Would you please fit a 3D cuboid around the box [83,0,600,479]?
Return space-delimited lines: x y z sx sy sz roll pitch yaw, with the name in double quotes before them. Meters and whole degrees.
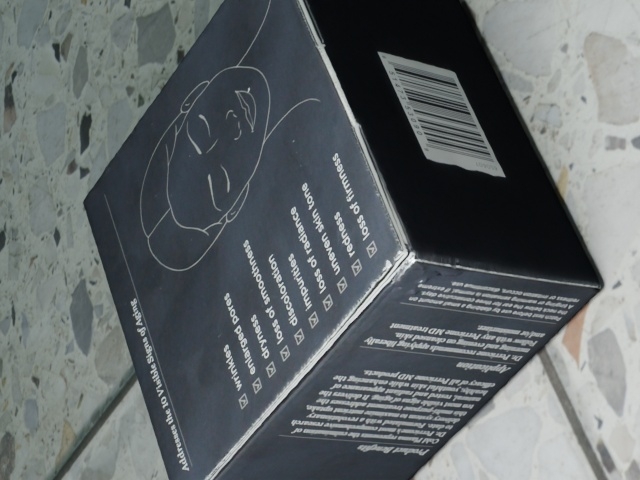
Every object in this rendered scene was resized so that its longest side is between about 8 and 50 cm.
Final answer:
"box" 0.000 0.000 2.179 0.472 0.297 0.480 -48 47 34
